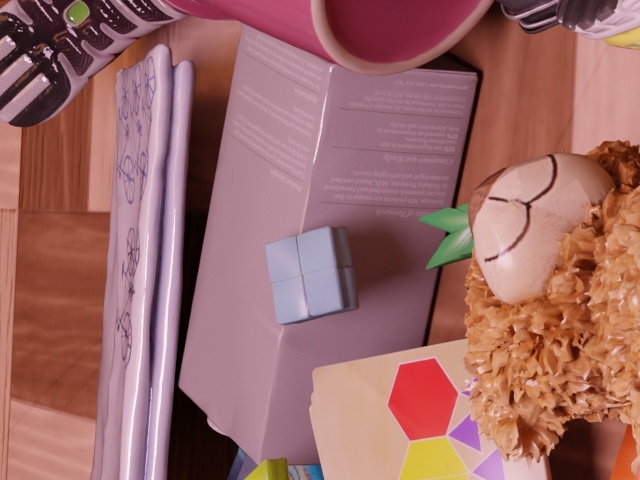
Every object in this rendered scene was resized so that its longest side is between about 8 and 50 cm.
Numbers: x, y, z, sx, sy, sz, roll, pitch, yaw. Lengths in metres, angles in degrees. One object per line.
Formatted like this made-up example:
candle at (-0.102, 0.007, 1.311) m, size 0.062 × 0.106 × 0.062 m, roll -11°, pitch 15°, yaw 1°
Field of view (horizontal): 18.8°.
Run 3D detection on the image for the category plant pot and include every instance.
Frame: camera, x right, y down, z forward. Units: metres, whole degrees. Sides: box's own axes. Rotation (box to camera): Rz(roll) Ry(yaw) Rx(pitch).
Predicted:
plant pot at (0.000, -0.183, 1.008) m, size 0.180 × 0.201 × 0.201 m, roll 44°, pitch 127°, yaw 39°

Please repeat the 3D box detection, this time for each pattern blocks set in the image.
pattern blocks set at (0.063, 0.143, 0.960) m, size 0.285 × 0.026 × 0.325 m, roll -3°, pitch 87°, yaw 39°

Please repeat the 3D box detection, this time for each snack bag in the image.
snack bag at (-0.130, 0.040, 1.318) m, size 0.342 × 0.037 × 0.323 m, roll -176°, pitch 89°, yaw -79°

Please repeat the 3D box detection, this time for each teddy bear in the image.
teddy bear at (0.170, 0.006, 0.742) m, size 0.338 × 0.113 × 0.245 m, roll 26°, pitch 100°, yaw 54°

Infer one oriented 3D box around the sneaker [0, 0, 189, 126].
sneaker at (-0.127, -0.201, 1.371) m, size 0.281 × 0.106 × 0.162 m, roll -32°, pitch 12°, yaw 28°

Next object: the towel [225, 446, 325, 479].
towel at (-0.012, 0.314, 1.168) m, size 0.271 × 0.040 × 0.370 m, roll -63°, pitch 37°, yaw 39°

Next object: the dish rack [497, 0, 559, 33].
dish rack at (0.145, -0.245, 0.864) m, size 0.208 × 0.074 × 0.271 m, roll -17°, pitch 54°, yaw 60°

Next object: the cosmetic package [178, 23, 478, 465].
cosmetic package at (0.000, 0.000, 1.110) m, size 0.127 × 0.107 × 0.238 m, roll 39°, pitch 124°, yaw 56°

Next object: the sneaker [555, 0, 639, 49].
sneaker at (0.157, -0.094, 0.698) m, size 0.081 × 0.094 × 0.208 m, roll -65°, pitch 17°, yaw -1°
